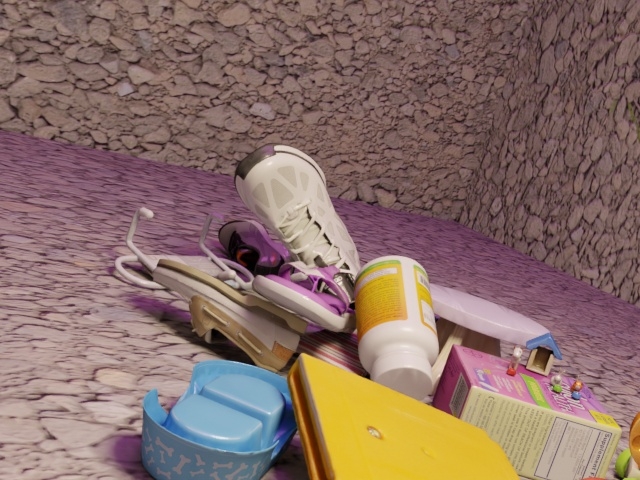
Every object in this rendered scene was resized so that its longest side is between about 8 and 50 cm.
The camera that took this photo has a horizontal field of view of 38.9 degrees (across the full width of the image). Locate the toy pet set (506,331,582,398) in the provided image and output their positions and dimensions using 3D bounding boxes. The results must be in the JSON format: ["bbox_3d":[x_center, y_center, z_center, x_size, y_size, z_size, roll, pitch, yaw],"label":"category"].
[{"bbox_3d":[0.375,0.195,1.486,0.122,0.065,0.114,19,11,10],"label":"toy pet set"}]

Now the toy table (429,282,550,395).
[{"bbox_3d":[0.272,0.197,1.694,0.274,0.161,0.252,25,14,39],"label":"toy table"}]

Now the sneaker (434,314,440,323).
[{"bbox_3d":[0.254,0.180,1.898,0.283,0.110,0.122,11,9,-32],"label":"sneaker"}]

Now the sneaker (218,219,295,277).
[{"bbox_3d":[-0.167,0.018,2.077,0.108,0.100,0.271,3,18,-37],"label":"sneaker"}]

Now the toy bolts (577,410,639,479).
[{"bbox_3d":[0.406,0.332,1.090,0.228,0.218,0.158,-20,13,10],"label":"toy bolts"}]

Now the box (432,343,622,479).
[{"bbox_3d":[0.322,0.282,1.458,0.243,0.117,0.213,18,11,-2],"label":"box"}]

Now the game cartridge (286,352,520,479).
[{"bbox_3d":[0.122,0.281,1.122,0.323,0.053,0.285,26,16,-18],"label":"game cartridge"}]

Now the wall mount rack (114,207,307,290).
[{"bbox_3d":[-0.213,0.044,1.787,0.304,0.130,0.350,36,21,34],"label":"wall mount rack"}]

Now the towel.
[{"bbox_3d":[0.044,0.207,1.645,0.144,0.029,0.197,23,14,25],"label":"towel"}]

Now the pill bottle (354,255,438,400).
[{"bbox_3d":[0.130,0.155,1.557,0.136,0.136,0.246,15,40,-14],"label":"pill bottle"}]

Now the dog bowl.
[{"bbox_3d":[-0.118,0.232,1.130,0.166,0.074,0.297,20,12,13],"label":"dog bowl"}]

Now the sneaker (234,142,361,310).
[{"bbox_3d":[0.001,0.000,1.838,0.257,0.169,0.447,57,3,39],"label":"sneaker"}]

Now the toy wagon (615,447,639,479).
[{"bbox_3d":[0.578,0.402,1.391,0.344,0.068,0.267,12,12,-28],"label":"toy wagon"}]

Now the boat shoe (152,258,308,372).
[{"bbox_3d":[-0.170,0.120,1.502,0.302,0.103,0.113,22,-6,29],"label":"boat shoe"}]

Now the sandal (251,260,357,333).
[{"bbox_3d":[-0.012,0.084,1.565,0.169,0.102,0.416,24,-4,10],"label":"sandal"}]
